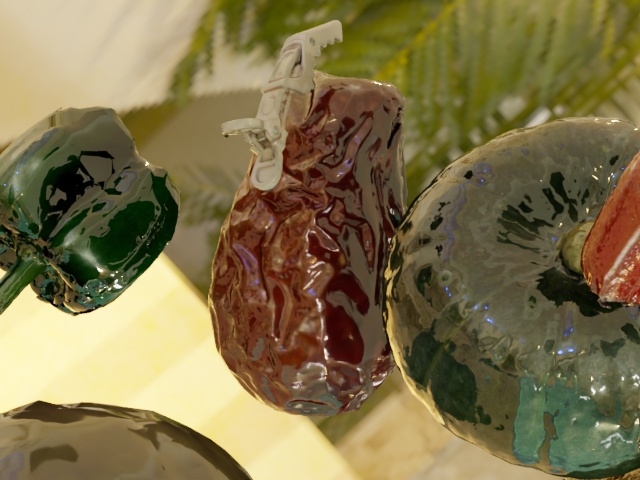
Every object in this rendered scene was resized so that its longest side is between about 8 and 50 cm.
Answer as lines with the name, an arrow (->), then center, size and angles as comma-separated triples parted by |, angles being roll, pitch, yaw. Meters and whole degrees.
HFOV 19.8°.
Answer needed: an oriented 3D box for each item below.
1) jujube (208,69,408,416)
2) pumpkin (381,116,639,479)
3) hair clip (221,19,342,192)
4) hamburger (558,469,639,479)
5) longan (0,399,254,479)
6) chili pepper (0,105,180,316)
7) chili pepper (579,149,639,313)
jujube -> 0.000, 0.000, 1.811 | 0.216, 0.342, 0.216 | 11, 17, -3
pumpkin -> 0.195, 0.038, 1.430 | 0.300, 0.300, 0.207 | 52, -11, 26
hair clip -> -0.032, -0.145, 1.665 | 0.072, 0.034, 0.226 | 53, 41, -30
hamburger -> 0.322, 0.249, 1.559 | 0.294, 0.276, 0.179 | 10, 72, -50
longan -> -0.201, 0.311, 1.447 | 0.391, 0.391, 0.391 | 45, 10, -11
chili pepper -> -0.263, -0.005, 1.757 | 0.174, 0.261, 0.165 | 48, -17, -12
chili pepper -> 0.210, -0.019, 1.121 | 0.073, 0.123, 0.070 | 23, 27, -16
